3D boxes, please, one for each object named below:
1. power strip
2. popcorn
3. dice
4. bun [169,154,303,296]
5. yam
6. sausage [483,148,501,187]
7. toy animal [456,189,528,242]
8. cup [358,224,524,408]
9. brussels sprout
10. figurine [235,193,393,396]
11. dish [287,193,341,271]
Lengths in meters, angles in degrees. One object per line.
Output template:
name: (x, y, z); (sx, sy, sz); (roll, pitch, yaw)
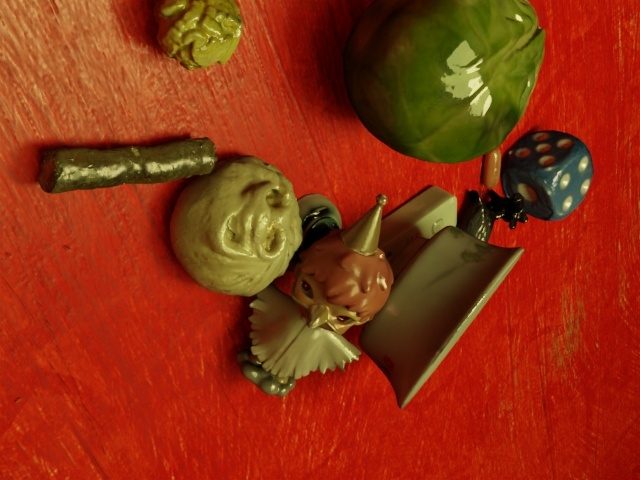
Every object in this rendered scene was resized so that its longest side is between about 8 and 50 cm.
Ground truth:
power strip: (0.124, 0.015, 1.662); (0.385, 0.062, 0.091); (-34, 135, -30)
popcorn: (-0.160, -0.276, 1.172); (0.106, 0.116, 0.120); (116, -15, -49)
dice: (0.475, -0.135, 1.892); (0.146, 0.143, 0.146); (-42, 136, -24)
bun: (-0.107, -0.016, 1.344); (0.231, 0.133, 0.231); (-22, 123, -37)
yam: (-0.249, -0.101, 1.201); (0.253, 0.061, 0.061); (-12, 119, -44)
sausage: (0.348, -0.148, 1.835); (0.034, 0.034, 0.083); (-23, 125, -38)
toy animal: (0.307, -0.022, 1.820); (0.210, 0.121, 0.117); (-44, 118, -12)
cup: (0.185, 0.105, 1.569); (0.347, 0.163, 0.347); (-49, 168, -14)
brussels sprout: (0.199, -0.279, 1.411); (0.355, 0.281, 0.289); (-41, 124, -22)
figurine: (0.011, 0.093, 1.427); (0.387, 0.207, 0.166); (-50, 179, 29)
dish: (0.000, 0.000, 1.508); (0.141, 0.078, 0.141); (-24, 126, -37)
